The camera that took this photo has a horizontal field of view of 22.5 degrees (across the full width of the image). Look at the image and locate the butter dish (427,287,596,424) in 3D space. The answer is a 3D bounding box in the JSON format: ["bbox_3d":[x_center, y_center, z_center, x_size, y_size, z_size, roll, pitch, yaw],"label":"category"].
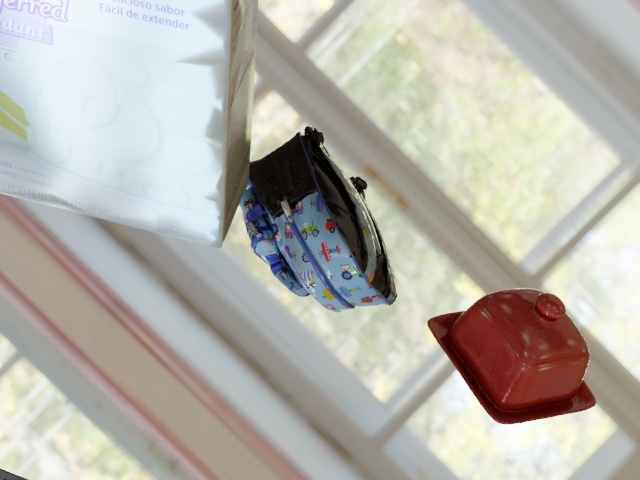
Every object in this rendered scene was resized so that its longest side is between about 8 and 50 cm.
[{"bbox_3d":[0.226,0.105,1.747,0.160,0.160,0.118,-6,139,-36],"label":"butter dish"}]

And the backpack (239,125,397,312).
[{"bbox_3d":[0.000,0.000,1.602,0.117,0.173,0.158,-29,149,9],"label":"backpack"}]

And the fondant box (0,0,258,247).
[{"bbox_3d":[-0.177,-0.158,1.321,0.330,0.238,0.096,96,10,-48],"label":"fondant box"}]

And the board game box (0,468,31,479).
[{"bbox_3d":[-0.389,0.411,1.878,0.281,0.145,0.027,-62,151,-24],"label":"board game box"}]
